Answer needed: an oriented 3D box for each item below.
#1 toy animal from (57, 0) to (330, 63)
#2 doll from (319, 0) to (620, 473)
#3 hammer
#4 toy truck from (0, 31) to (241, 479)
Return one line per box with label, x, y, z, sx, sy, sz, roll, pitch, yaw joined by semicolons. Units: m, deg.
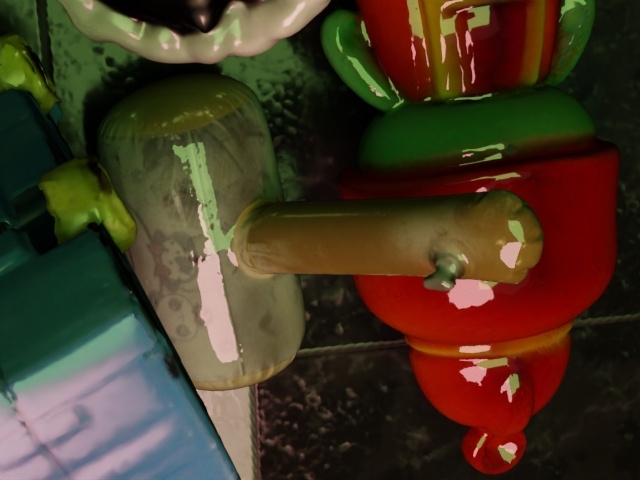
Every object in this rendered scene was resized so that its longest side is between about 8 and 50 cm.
toy animal;-0.065;-0.202;0.856;0.208;0.204;0.156;-4;121;6
doll;0.104;-0.020;0.959;0.183;0.160;0.363;-11;107;-19
hammer;0.000;0.000;0.881;0.113;0.305;0.202;-32;116;-43
toy truck;-0.175;0.018;0.790;0.161;0.385;0.162;-30;124;-6
